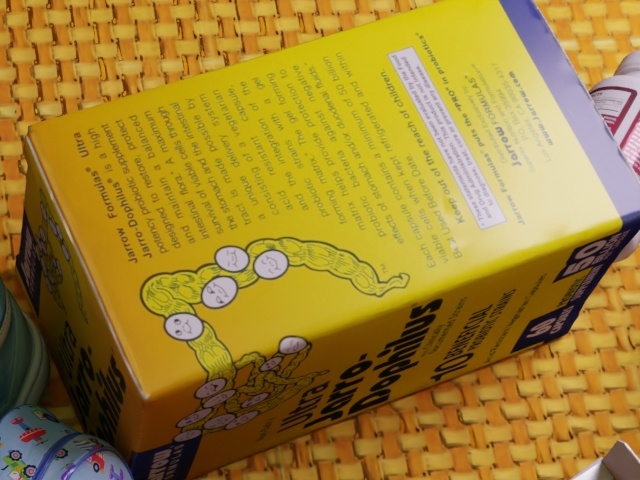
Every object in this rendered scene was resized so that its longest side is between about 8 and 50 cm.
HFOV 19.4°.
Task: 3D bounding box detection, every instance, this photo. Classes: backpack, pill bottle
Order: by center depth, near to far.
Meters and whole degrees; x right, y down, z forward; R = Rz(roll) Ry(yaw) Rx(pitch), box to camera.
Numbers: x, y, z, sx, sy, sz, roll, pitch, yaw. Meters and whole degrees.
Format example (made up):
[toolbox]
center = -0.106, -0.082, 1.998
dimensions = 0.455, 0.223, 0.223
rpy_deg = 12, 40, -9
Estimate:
[backpack]
center = -0.160, 0.193, 1.123
dimensions = 0.117, 0.158, 0.173
rpy_deg = 7, 56, 23
[pill bottle]
center = 0.220, -0.064, 1.373
dimensions = 0.086, 0.086, 0.152
rpy_deg = 30, 62, 5

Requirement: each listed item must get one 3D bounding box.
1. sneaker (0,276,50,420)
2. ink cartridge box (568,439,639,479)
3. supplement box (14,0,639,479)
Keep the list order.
[sneaker]
center = -0.280, 0.122, 1.100
dimensions = 0.127, 0.208, 0.319
rpy_deg = 14, 58, 15
[ink cartridge box]
center = 0.170, 0.208, 1.168
dimensions = 0.061, 0.181, 0.104
rpy_deg = -30, 72, -23
[supplement box]
center = 0.000, 0.000, 1.235
dimensions = 0.356, 0.194, 0.195
rpy_deg = -19, 68, -19
